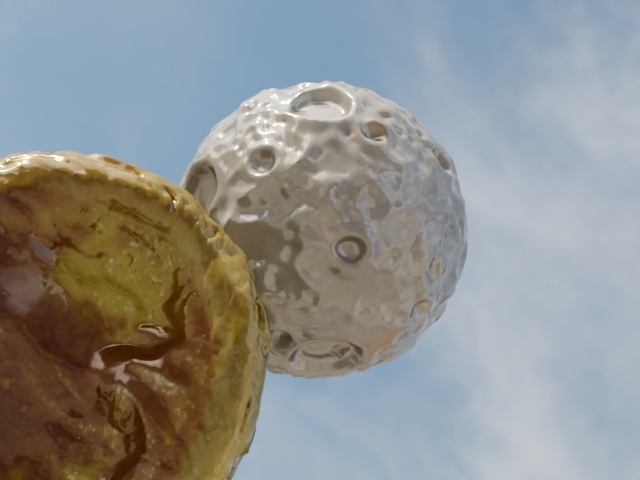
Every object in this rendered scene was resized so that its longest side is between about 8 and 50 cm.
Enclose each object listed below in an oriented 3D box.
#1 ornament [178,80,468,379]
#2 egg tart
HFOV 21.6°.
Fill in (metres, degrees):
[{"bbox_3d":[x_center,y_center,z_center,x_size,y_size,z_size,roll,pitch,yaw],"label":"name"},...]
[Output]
[{"bbox_3d":[0.000,0.000,1.867,0.337,0.337,0.337,32,-29,20],"label":"ornament"},{"bbox_3d":[-0.263,0.131,1.661,0.443,0.443,0.178,37,-3,10],"label":"egg tart"}]
